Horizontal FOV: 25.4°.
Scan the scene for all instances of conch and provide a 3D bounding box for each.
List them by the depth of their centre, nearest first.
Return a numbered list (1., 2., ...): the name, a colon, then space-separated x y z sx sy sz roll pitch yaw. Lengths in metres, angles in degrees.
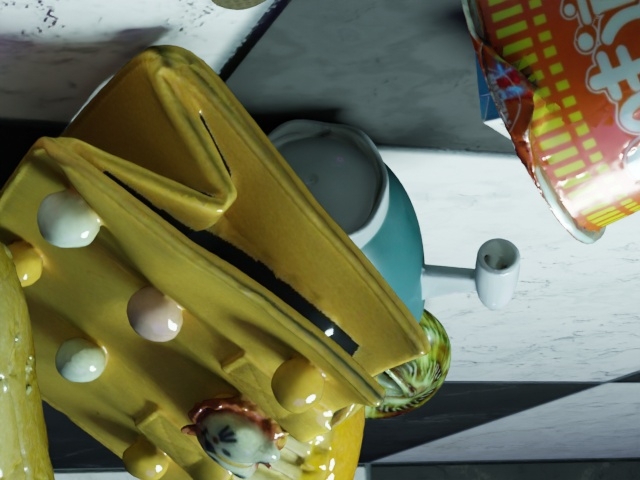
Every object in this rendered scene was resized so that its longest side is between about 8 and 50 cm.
1. conch: 0.062 0.125 1.614 0.181 0.124 0.187 -6 144 44

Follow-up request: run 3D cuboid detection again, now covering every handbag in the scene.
1. handbag: -0.115 0.055 1.013 0.283 0.133 0.401 42 149 -9

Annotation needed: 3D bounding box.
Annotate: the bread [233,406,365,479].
1. bread: -0.084 0.176 1.419 0.183 0.236 0.388 29 177 -15

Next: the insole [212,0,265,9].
1. insole: -0.025 -0.155 0.782 0.045 0.002 0.135 4 162 -28

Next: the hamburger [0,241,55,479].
1. hamburger: -0.261 0.069 0.906 0.132 0.211 0.309 -13 -159 -29

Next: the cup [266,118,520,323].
1. cup: 0.000 0.000 1.067 0.300 0.167 0.173 8 153 9

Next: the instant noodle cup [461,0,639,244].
1. instant noodle cup: 0.197 -0.117 0.684 0.212 0.193 0.193 -19 160 24

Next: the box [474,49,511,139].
1. box: 0.202 -0.096 0.916 0.139 0.073 0.194 -12 162 29
